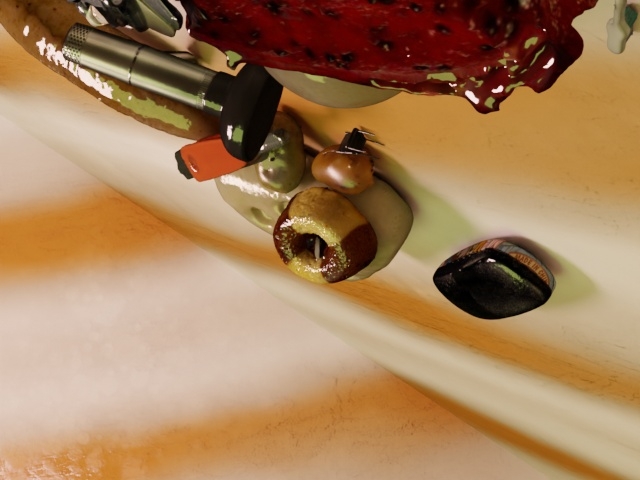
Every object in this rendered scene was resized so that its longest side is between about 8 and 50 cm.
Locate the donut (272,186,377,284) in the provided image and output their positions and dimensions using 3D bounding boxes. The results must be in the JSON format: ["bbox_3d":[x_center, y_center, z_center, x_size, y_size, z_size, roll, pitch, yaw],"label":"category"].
[{"bbox_3d":[0.000,0.000,1.790,0.184,0.073,0.166,-11,116,47],"label":"donut"}]

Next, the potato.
[{"bbox_3d":[-0.069,-0.146,1.818,0.091,0.070,0.138,2,118,19],"label":"potato"}]

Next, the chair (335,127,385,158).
[{"bbox_3d":[0.051,-0.146,1.680,0.086,0.037,0.042,17,170,42],"label":"chair"}]

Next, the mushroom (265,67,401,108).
[{"bbox_3d":[0.033,-0.241,1.142,0.207,0.207,0.215,34,-158,6],"label":"mushroom"}]

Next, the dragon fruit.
[{"bbox_3d":[0.063,-0.256,0.953,0.329,0.228,0.286,19,164,-5],"label":"dragon fruit"}]

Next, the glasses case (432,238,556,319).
[{"bbox_3d":[0.269,0.065,1.785,0.122,0.082,0.321,35,166,-5],"label":"glasses case"}]

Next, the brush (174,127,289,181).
[{"bbox_3d":[-0.150,-0.141,1.808,0.323,0.051,0.070,-11,105,54],"label":"brush"}]

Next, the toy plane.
[{"bbox_3d":[-0.327,-0.405,1.558,0.204,0.103,0.316,14,156,31],"label":"toy plane"}]

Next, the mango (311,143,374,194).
[{"bbox_3d":[0.032,-0.114,1.748,0.127,0.077,0.063,11,169,47],"label":"mango"}]

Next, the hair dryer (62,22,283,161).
[{"bbox_3d":[-0.182,-0.266,1.706,0.320,0.155,0.284,25,-151,16],"label":"hair dryer"}]

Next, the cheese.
[{"bbox_3d":[-0.004,-0.070,1.903,0.351,0.129,0.328,38,162,-12],"label":"cheese"}]

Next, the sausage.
[{"bbox_3d":[-0.366,-0.308,1.926,0.501,0.136,0.123,34,150,6],"label":"sausage"}]

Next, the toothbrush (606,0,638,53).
[{"bbox_3d":[0.245,-0.238,0.892,0.030,0.030,0.304,30,166,22],"label":"toothbrush"}]
